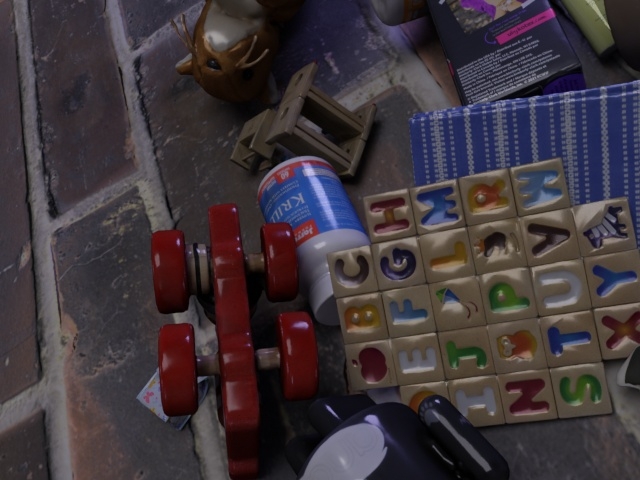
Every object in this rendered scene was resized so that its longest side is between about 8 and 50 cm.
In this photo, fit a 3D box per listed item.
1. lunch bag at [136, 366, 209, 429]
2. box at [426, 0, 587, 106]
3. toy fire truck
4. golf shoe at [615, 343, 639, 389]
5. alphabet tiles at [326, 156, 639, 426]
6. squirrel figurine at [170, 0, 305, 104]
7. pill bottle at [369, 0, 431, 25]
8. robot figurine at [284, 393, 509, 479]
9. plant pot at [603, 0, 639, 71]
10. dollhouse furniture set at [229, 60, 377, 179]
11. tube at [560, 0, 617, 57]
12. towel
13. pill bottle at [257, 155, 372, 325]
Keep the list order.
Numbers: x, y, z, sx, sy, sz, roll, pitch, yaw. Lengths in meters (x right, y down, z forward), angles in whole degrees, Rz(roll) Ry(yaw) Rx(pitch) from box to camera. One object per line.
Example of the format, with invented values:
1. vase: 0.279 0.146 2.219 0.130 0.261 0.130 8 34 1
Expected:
1. lunch bag: -0.207 0.213 0.946 0.071 0.053 0.083 26 68 34
2. box: 0.248 -0.250 0.898 0.143 0.165 0.270 -21 55 18
3. toy fire truck: -0.112 0.122 0.833 0.169 0.254 0.302 -5 57 -11
4. golf shoe: 0.404 0.199 0.625 0.120 0.105 0.273 -48 56 34
5. alphabet tiles: 0.183 0.068 0.756 0.342 0.011 0.285 -11 88 17
6. squirrel figurine: -0.105 -0.425 1.126 0.281 0.397 0.370 14 109 -4
7. pill bottle: 0.206 -0.444 1.007 0.278 0.162 0.162 -19 55 -2
8. robot figurine: 0.084 0.282 0.686 0.173 0.209 0.278 -29 48 -22
9. plant pot: 0.492 -0.312 0.750 0.280 0.323 0.323 -5 60 44
10. dollhouse furniture set: -0.029 -0.169 1.047 0.183 0.129 0.129 -12 52 57
11. tube: 0.346 -0.366 0.915 0.062 0.070 0.240 -36 78 38
12. towel: 0.278 -0.051 0.764 0.336 0.040 0.243 -3 106 24
13. pill bottle: 0.000 0.000 0.912 0.124 0.124 0.221 -31 54 9
